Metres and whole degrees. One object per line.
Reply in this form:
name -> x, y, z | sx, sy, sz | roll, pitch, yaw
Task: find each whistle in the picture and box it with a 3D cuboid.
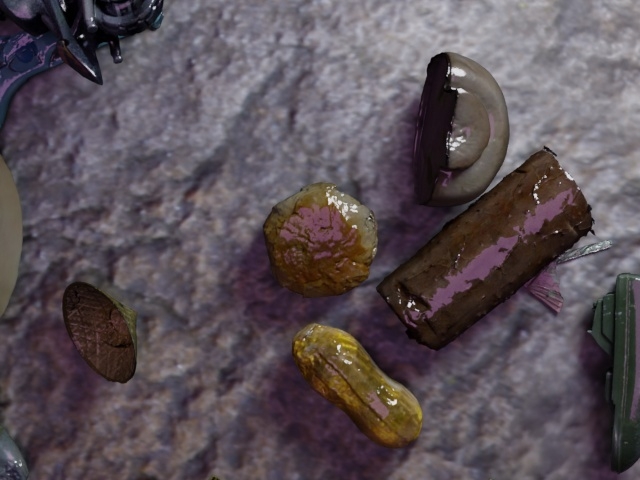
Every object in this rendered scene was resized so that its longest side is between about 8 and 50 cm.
whistle -> -0.461, 0.248, 1.036 | 0.122, 0.123, 0.223 | -28, 108, 3

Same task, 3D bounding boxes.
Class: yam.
yam -> 0.208, 0.019, 0.997 | 0.279, 0.131, 0.131 | -40, 93, 5

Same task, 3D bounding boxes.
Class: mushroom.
mushroom -> 0.175, -0.134, 0.983 | 0.117, 0.141, 0.188 | 0, 97, -21

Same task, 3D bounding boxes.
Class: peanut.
peanut -> 0.047, 0.186, 1.032 | 0.206, 0.087, 0.087 | 43, 94, -5

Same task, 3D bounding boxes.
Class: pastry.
pastry -> -0.001, 0.003, 1.019 | 0.153, 0.081, 0.153 | 0, 94, -3

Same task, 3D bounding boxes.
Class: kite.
kite -> 0.311, 0.028, 1.053 | 0.152, 0.005, 0.137 | -6, 94, 2

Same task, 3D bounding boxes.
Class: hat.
hat -> -0.266, 0.108, 1.046 | 0.146, 0.067, 0.146 | 19, 123, 33

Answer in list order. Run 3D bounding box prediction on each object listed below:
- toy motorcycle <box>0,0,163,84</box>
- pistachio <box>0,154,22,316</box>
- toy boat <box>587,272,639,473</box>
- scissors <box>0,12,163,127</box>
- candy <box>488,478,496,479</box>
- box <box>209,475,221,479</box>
toy motorcycle -> -0.336, -0.314, 0.975 | 0.307, 0.108, 0.173 | 35, 82, 18
pistachio -> -0.474, -0.018, 0.993 | 0.166, 0.197, 0.288 | 19, 119, 40
toy boat -> 0.388, 0.172, 1.030 | 0.085, 0.078, 0.261 | 2, 93, 25
scissors -> -0.388, -0.232, 1.034 | 0.392, 0.032, 0.180 | -20, 94, 2
candy -> 0.228, 0.422, 1.038 | 0.062, 0.097, 0.195 | 16, 94, -1
box -> -0.063, 0.452, 1.076 | 0.279, 0.041, 0.153 | 29, 96, -2
